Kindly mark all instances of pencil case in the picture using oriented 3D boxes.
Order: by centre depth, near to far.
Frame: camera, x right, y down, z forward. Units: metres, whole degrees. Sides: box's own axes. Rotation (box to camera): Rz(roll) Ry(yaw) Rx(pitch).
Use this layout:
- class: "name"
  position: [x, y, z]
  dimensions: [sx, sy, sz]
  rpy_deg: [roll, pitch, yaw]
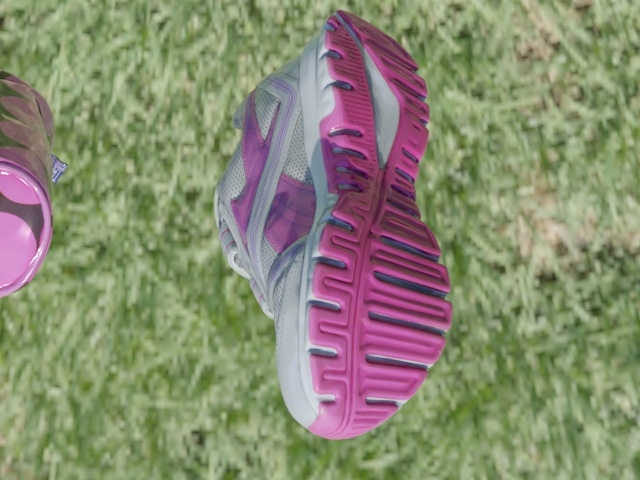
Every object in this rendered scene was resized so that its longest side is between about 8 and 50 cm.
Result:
- class: "pencil case"
  position: [-0.201, -0.034, 1.059]
  dimensions: [0.095, 0.209, 0.098]
  rpy_deg: [20, 105, -13]

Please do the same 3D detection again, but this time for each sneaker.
- class: "sneaker"
  position: [0.000, 0.000, 0.984]
  dimensions: [0.103, 0.252, 0.111]
  rpy_deg: [28, 140, -35]
